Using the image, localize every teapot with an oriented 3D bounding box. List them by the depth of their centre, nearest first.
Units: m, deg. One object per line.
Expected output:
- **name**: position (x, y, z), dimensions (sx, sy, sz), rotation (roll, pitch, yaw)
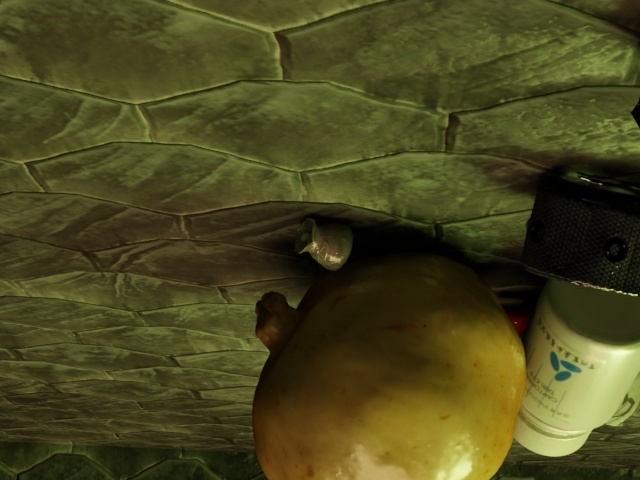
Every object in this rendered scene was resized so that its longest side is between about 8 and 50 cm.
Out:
- **teapot**: position (0.000, 0.000, 1.542), dimensions (0.064, 0.064, 0.083), rotation (20, -173, -23)

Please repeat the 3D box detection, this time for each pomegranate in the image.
- **pomegranate**: position (0.074, 0.203, 1.632), dimensions (0.412, 0.411, 0.411), rotation (3, 161, 1)

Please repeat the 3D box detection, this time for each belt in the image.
- **belt**: position (0.352, -0.002, 1.376), dimensions (0.231, 0.126, 0.139), rotation (11, -173, -20)

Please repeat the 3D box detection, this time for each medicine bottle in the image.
- **medicine bottle**: position (0.365, 0.174, 1.670), dimensions (0.170, 0.170, 0.293), rotation (5, 137, -6)

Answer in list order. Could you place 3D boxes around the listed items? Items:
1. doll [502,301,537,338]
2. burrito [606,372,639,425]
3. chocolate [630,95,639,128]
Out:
- **doll**: position (0.442, 0.148, 1.816), dimensions (0.337, 0.105, 0.200), rotation (1, 157, 8)
- **burrito**: position (0.395, 0.234, 2.009), dimensions (0.446, 0.139, 0.101), rotation (12, -172, -34)
- **chocolate**: position (0.334, -0.148, 1.023), dimensions (0.125, 0.080, 0.149), rotation (27, 159, -25)
